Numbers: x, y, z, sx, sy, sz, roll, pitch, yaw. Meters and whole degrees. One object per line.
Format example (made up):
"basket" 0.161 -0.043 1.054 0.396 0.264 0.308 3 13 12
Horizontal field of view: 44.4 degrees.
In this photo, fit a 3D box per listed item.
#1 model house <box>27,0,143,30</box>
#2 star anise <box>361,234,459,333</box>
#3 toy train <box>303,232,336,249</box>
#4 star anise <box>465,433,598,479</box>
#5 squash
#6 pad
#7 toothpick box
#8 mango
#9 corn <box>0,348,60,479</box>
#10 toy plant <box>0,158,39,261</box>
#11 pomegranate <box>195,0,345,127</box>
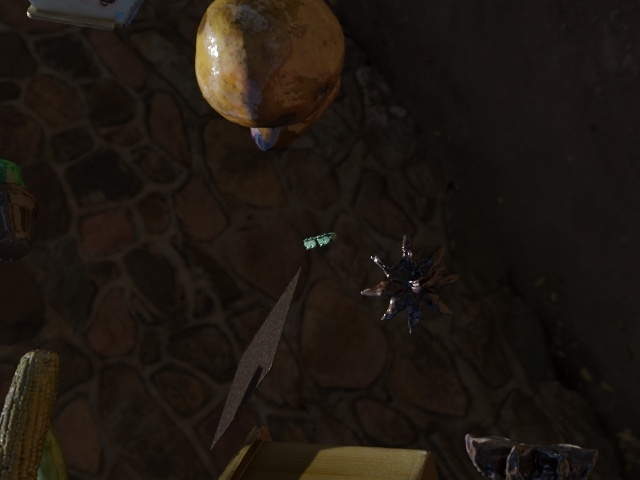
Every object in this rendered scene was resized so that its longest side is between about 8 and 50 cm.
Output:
"model house" -0.354 -0.479 1.263 0.169 0.326 0.244 -92 -21 -45
"star anise" 0.244 0.124 2.048 0.102 0.272 0.272 -94 -13 -80
"toy train" 0.000 0.000 1.898 0.092 0.045 0.029 -17 93 41
"star anise" 0.382 0.415 1.431 0.223 0.236 0.109 -12 72 50
"squash" -0.605 0.442 1.691 0.341 0.094 0.094 52 150 34
"pad" -0.116 0.216 1.392 0.004 0.220 0.330 24 136 -9
"toothpick box" 0.018 0.412 1.192 0.308 0.187 0.190 -4 114 25
"mango" -0.063 -0.324 1.741 0.201 0.287 0.153 -6 129 53
"corn" -0.523 0.348 1.371 0.097 0.097 0.320 4 80 62
"toy plant" -0.526 -0.065 1.297 0.200 0.105 0.143 64 148 30
"pomegranate" -0.093 -0.341 1.429 0.281 0.281 0.281 43 144 42
